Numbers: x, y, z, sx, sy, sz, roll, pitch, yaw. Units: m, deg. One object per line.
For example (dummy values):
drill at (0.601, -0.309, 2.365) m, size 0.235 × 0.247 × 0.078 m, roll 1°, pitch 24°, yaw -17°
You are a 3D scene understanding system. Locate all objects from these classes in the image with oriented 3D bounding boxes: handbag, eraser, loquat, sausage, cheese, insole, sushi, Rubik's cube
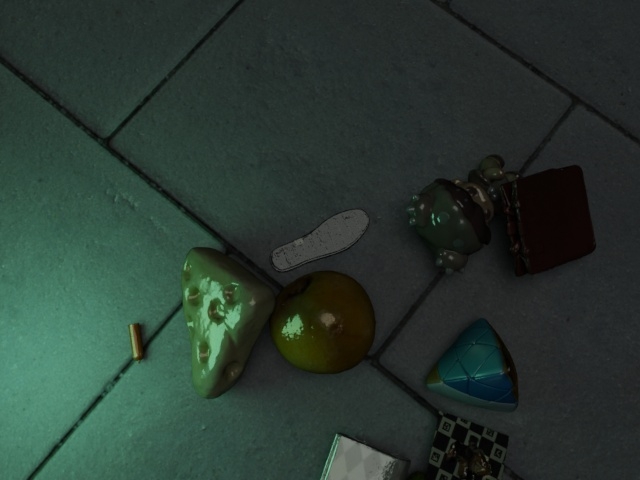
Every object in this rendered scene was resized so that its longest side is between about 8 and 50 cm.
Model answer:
handbag at (0.602, -0.058, 1.497) m, size 0.275 × 0.084 × 0.260 m, roll -18°, pitch 99°, yaw -28°
eraser at (0.069, 0.708, 1.407) m, size 0.213 × 0.082 × 0.397 m, roll 21°, pitch 78°, yaw 5°
loquat at (0.016, 0.211, 1.437) m, size 0.274 × 0.275 × 0.275 m, roll 0°, pitch 78°, yaw 0°
sausage at (-0.497, 0.279, 1.525) m, size 0.031 × 0.031 × 0.107 m, roll -13°, pitch 79°, yaw -3°
cheese at (-0.286, 0.195, 1.477) m, size 0.328 × 0.129 × 0.351 m, roll 43°, pitch 116°, yaw 36°
insole at (0.000, 0.000, 1.599) m, size 0.309 × 0.012 × 0.110 m, roll -23°, pitch 80°, yaw -6°
sushi at (0.371, 0.561, 1.456) m, size 0.210 × 0.040 × 0.193 m, roll 20°, pitch 73°, yaw -10°
Rubik's cube at (0.384, 0.313, 1.470) m, size 0.254 × 0.254 × 0.255 m, roll 0°, pitch 78°, yaw 0°

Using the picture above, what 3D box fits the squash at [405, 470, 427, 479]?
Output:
squash at (0.210, 0.744, 1.400) m, size 0.087 × 0.087 × 0.332 m, roll 20°, pitch 78°, yaw 4°

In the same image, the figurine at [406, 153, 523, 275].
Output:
figurine at (0.398, -0.098, 1.539) m, size 0.380 × 0.203 × 0.248 m, roll -39°, pitch 104°, yaw -24°
